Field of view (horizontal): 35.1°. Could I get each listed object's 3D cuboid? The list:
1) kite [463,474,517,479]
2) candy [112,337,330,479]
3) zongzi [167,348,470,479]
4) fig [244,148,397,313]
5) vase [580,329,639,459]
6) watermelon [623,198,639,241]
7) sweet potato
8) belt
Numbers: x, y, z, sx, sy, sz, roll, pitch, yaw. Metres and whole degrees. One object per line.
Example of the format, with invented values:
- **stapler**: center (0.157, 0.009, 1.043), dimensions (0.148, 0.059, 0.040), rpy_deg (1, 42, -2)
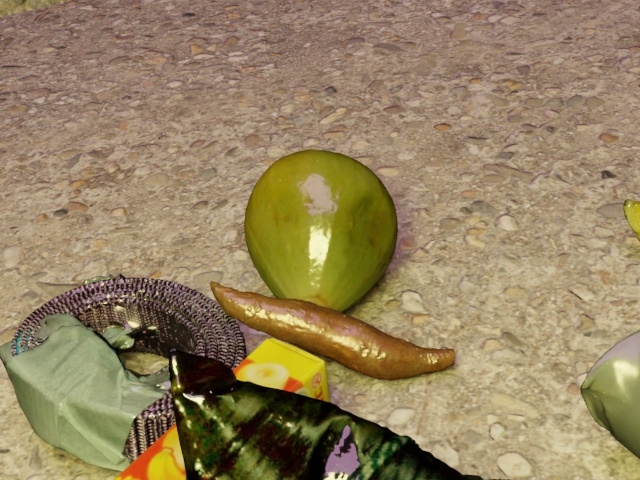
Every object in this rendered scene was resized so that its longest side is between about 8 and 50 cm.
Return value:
- **kite**: center (0.161, 0.239, 1.003), dimensions (0.245, 0.141, 0.015), rpy_deg (8, 72, 0)
- **candy**: center (-0.100, 0.241, 1.052), dimensions (0.088, 0.146, 0.276), rpy_deg (18, 41, 33)
- **zongzi**: center (0.047, 0.267, 0.830), dimensions (0.362, 0.383, 0.319), rpy_deg (22, 50, 16)
- **fig**: center (0.008, -0.003, 1.345), dimensions (0.207, 0.207, 0.230), rpy_deg (-21, 56, -16)
- **vase**: center (0.426, 0.218, 0.968), dimensions (0.251, 0.156, 0.301), rpy_deg (2, 31, -31)
- **watermelon**: center (0.497, -0.009, 1.322), dimensions (0.181, 0.092, 0.075), rpy_deg (8, 23, 39)
- **sweet potato**: center (0.009, 0.113, 1.240), dimensions (0.314, 0.072, 0.066), rpy_deg (20, 80, 6)
- **belt**: center (-0.228, 0.159, 1.234), dimensions (0.260, 0.122, 0.325), rpy_deg (-26, 39, -35)
